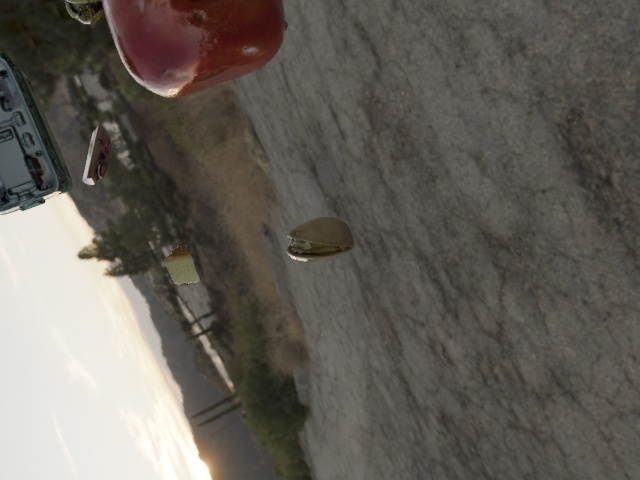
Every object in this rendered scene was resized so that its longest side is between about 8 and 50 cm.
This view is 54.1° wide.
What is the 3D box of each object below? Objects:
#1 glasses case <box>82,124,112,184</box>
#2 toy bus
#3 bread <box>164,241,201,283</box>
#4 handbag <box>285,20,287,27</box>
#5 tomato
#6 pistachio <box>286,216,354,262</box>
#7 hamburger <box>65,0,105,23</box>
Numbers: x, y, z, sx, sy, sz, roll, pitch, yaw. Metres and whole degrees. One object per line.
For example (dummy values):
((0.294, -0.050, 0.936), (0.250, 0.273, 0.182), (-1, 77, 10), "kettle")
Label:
((-0.726, -0.283, 2.080), (0.102, 0.070, 0.194), (-10, 69, 59), "glasses case")
((-0.714, -0.239, 1.451), (0.199, 0.183, 0.344), (-148, 39, -80), "toy bus")
((-0.319, 0.053, 1.538), (0.109, 0.080, 0.084), (-64, -38, -63), "bread")
((-0.220, -0.657, 1.844), (0.235, 0.212, 0.127), (-118, 32, -56), "handbag")
((-0.240, -0.426, 1.185), (0.293, 0.325, 0.290), (58, 157, 3), "tomato")
((0.000, 0.000, 1.731), (0.152, 0.223, 0.126), (25, 114, 45), "pistachio")
((-0.721, -0.767, 1.934), (0.113, 0.185, 0.177), (102, 160, -66), "hamburger")
